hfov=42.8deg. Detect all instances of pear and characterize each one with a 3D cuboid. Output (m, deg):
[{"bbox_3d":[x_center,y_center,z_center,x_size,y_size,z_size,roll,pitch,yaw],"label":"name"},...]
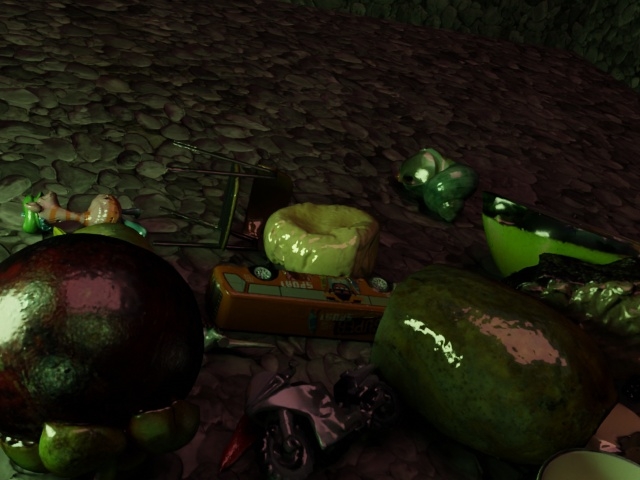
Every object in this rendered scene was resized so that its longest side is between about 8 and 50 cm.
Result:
[{"bbox_3d":[0.490,0.046,1.634,0.399,0.165,0.399,18,9,-3],"label":"pear"}]

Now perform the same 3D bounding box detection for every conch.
[{"bbox_3d":[0.284,-0.132,1.922,0.176,0.121,0.188,-8,31,-3],"label":"conch"}]

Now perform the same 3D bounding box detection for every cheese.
[{"bbox_3d":[0.000,0.000,1.516,0.214,0.117,0.226,16,19,19],"label":"cheese"},{"bbox_3d":[0.431,0.289,1.338,0.163,0.070,0.249,3,25,-23],"label":"cheese"}]

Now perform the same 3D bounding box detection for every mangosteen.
[{"bbox_3d":[-0.288,0.142,0.985,0.300,0.300,0.300,14,30,-8],"label":"mangosteen"}]

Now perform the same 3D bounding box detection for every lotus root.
[{"bbox_3d":[0.263,0.194,1.232,0.346,0.250,0.250,28,31,26],"label":"lotus root"}]

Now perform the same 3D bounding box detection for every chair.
[{"bbox_3d":[-0.173,-0.075,1.530,0.247,0.158,0.172,12,28,-9],"label":"chair"}]

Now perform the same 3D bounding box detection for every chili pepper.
[{"bbox_3d":[-0.100,0.263,1.133,0.045,0.027,0.178,27,32,14],"label":"chili pepper"}]

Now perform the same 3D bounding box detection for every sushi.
[{"bbox_3d":[0.450,0.134,1.389,0.350,0.210,0.171,-1,13,22],"label":"sushi"}]

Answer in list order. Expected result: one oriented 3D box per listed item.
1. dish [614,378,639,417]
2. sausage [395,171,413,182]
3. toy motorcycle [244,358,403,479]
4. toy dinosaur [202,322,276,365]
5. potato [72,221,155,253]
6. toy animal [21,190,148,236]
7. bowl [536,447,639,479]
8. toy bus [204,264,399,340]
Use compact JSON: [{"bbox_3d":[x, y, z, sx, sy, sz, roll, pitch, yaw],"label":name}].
[{"bbox_3d":[0.566,0.269,1.448,0.141,0.078,0.141,-6,64,13],"label":"dish"},{"bbox_3d":[0.230,-0.154,2.017,0.107,0.031,0.031,1,34,-26],"label":"sausage"},{"bbox_3d":[-0.003,0.232,1.135,0.270,0.106,0.159,-18,64,-46],"label":"toy motorcycle"},{"bbox_3d":[-0.174,0.149,1.276,0.187,0.044,0.106,-5,22,-34],"label":"toy dinosaur"},{"bbox_3d":[-0.336,0.055,1.245,0.169,0.143,0.248,10,22,-7],"label":"potato"},{"bbox_3d":[-0.407,-0.031,1.415,0.208,0.100,0.103,6,71,-26],"label":"toy animal"},{"bbox_3d":[0.371,0.400,1.062,0.238,0.126,0.237,14,29,-8],"label":"bowl"},{"bbox_3d":[0.012,0.109,1.390,0.409,0.093,0.092,6,37,-19],"label":"toy bus"}]
